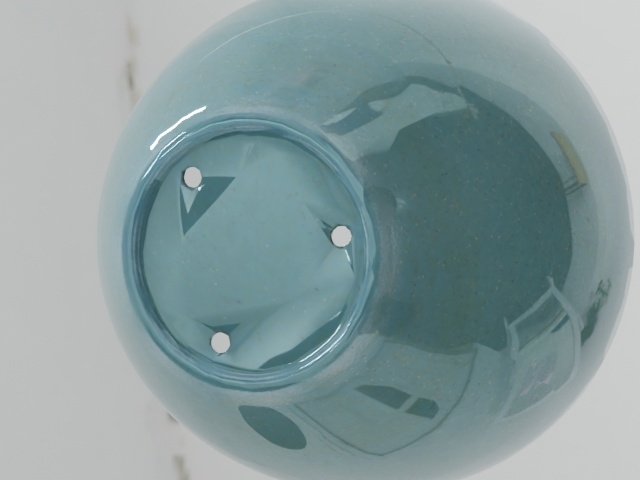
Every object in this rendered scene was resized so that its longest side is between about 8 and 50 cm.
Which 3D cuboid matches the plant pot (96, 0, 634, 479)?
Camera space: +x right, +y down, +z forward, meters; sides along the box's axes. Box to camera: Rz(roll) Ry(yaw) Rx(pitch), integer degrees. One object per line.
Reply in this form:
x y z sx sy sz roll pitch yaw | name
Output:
0.000 0.000 0.962 0.195 0.290 0.290 -7 -86 -70 | plant pot
